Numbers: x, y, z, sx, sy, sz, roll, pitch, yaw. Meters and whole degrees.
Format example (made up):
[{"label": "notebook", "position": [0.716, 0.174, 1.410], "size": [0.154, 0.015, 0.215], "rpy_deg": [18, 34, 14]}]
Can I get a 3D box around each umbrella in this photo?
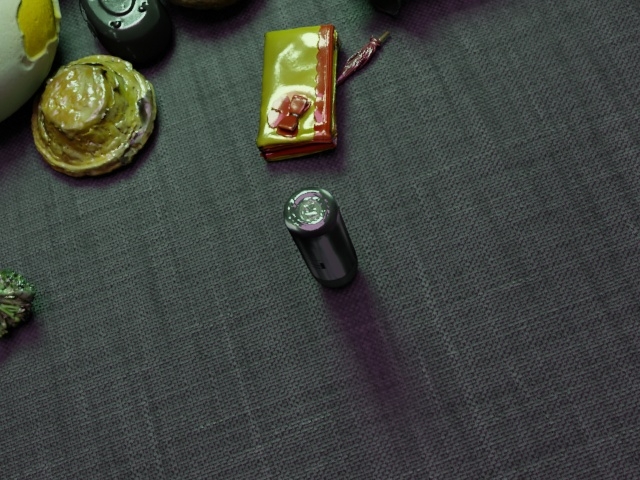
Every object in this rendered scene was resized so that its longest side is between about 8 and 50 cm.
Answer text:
[{"label": "umbrella", "position": [0.063, -0.315, 1.475], "size": [0.027, 0.025, 0.165], "rpy_deg": [43, 82, 3]}]

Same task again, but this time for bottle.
[{"label": "bottle", "position": [0.000, 0.000, 1.237], "size": [0.096, 0.253, 0.079], "rpy_deg": [35, 79, 21]}]

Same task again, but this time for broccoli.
[{"label": "broccoli", "position": [-0.544, 0.069, 1.323], "size": [0.118, 0.204, 0.122], "rpy_deg": [-46, 55, -11]}]

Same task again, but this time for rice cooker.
[{"label": "rice cooker", "position": [-0.359, -0.418, 1.526], "size": [0.142, 0.118, 0.203], "rpy_deg": [-37, 72, -6]}]

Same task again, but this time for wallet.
[{"label": "wallet", "position": [-0.037, -0.262, 1.437], "size": [0.141, 0.067, 0.241], "rpy_deg": [-6, 67, 16]}]

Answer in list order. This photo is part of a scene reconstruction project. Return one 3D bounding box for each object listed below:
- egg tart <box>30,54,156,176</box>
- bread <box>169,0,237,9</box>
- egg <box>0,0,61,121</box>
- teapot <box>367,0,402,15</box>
[{"label": "egg tart", "position": [-0.409, -0.230, 1.471], "size": [0.241, 0.106, 0.241], "rpy_deg": [-3, 71, 9]}, {"label": "bread", "position": [-0.218, -0.523, 1.514], "size": [0.230, 0.123, 0.230], "rpy_deg": [7, 55, -10]}, {"label": "egg", "position": [-0.614, -0.345, 1.450], "size": [0.283, 0.283, 0.345], "rpy_deg": [18, 77, 15]}, {"label": "teapot", "position": [0.105, -0.549, 1.462], "size": [0.305, 0.223, 0.285], "rpy_deg": [41, 87, 17]}]
